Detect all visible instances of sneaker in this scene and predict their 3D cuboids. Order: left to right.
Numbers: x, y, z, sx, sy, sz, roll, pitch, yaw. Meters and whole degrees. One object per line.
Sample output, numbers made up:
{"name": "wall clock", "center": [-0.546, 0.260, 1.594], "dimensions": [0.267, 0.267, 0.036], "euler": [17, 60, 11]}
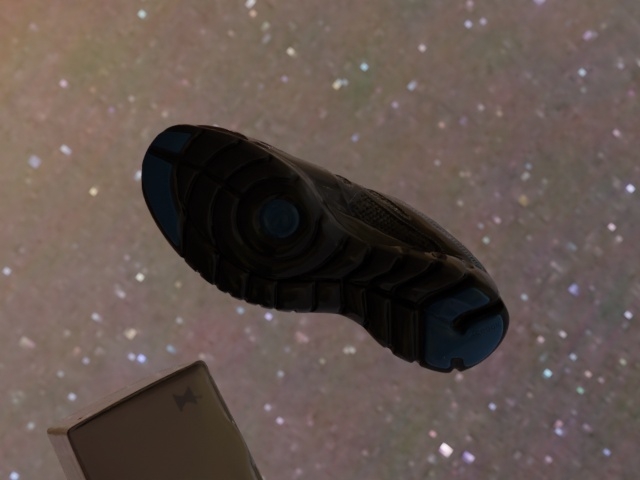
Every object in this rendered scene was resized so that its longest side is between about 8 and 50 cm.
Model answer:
{"name": "sneaker", "center": [0.000, 0.000, 1.232], "dimensions": [0.125, 0.341, 0.139], "euler": [-57, -168, 18]}

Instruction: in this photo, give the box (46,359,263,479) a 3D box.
{"name": "box", "center": [-0.143, 0.199, 1.223], "dimensions": [0.127, 0.148, 0.232], "euler": [-26, 180, -16]}
